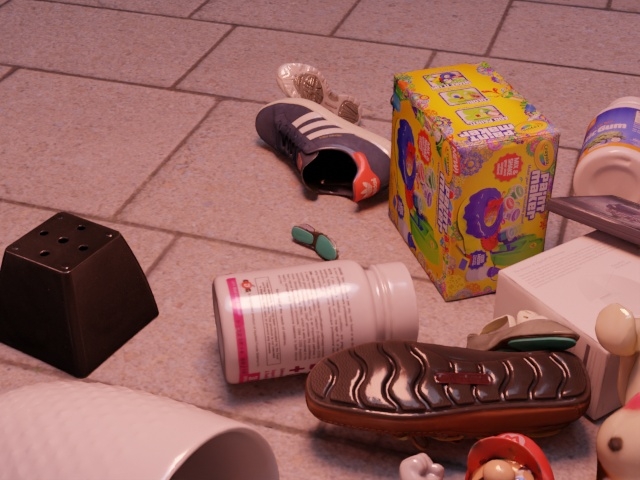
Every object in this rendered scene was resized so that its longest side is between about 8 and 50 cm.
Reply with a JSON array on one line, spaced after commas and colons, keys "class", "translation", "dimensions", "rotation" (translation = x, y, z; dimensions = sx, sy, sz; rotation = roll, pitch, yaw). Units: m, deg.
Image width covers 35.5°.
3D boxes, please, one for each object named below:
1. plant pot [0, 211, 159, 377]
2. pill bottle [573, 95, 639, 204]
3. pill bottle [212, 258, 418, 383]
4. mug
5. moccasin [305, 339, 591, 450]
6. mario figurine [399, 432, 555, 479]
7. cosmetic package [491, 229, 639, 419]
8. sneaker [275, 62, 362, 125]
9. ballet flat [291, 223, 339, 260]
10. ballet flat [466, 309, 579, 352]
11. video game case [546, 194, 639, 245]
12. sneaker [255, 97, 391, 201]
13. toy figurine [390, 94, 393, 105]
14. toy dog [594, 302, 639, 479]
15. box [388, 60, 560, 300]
[{"class": "plant pot", "translation": [-0.384, 0.066, 1.538], "dimensions": [0.188, 0.167, 0.187], "rotation": [18, 38, 26]}, {"class": "pill bottle", "translation": [0.569, -0.166, 1.882], "dimensions": [0.152, 0.152, 0.272], "rotation": [11, 36, 16]}, {"class": "pill bottle", "translation": [-0.009, 0.113, 1.470], "dimensions": [0.283, 0.160, 0.160], "rotation": [-7, 35, -9]}, {"class": "mug", "translation": [-0.231, 0.295, 1.152], "dimensions": [0.328, 0.276, 0.374], "rotation": [12, 5, 29]}, {"class": "moccasin", "translation": [0.168, 0.214, 1.359], "dimensions": [0.380, 0.147, 0.139], "rotation": [-3, 49, -10]}, {"class": "mario figurine", "translation": [0.176, 0.335, 1.128], "dimensions": [0.198, 0.170, 0.320], "rotation": [39, 48, -5]}, {"class": "cosmetic package", "translation": [0.414, 0.115, 1.484], "dimensions": [0.224, 0.138, 0.225], "rotation": [-20, 40, -26]}, {"class": "sneaker", "translation": [-0.025, -0.294, 2.075], "dimensions": [0.115, 0.232, 0.090], "rotation": [13, 76, 46]}, {"class": "ballet flat", "translation": [0.000, 0.000, 1.747], "dimensions": [0.041, 0.041, 0.114], "rotation": [-29, 45, -36]}, {"class": "ballet flat", "translation": [0.279, 0.133, 1.419], "dimensions": [0.072, 0.213, 0.068], "rotation": [18, 64, -27]}, {"class": "video game case", "translation": [0.509, -0.031, 1.617], "dimensions": [0.196, 0.026, 0.274], "rotation": [25, 16, 33]}, {"class": "sneaker", "translation": [-0.019, -0.170, 1.917], "dimensions": [0.350, 0.131, 0.148], "rotation": [23, 44, 35]}, {"class": "toy figurine", "translation": [0.259, -0.240, 1.997], "dimensions": [0.213, 0.148, 0.209], "rotation": [25, 41, 32]}, {"class": "toy dog", "translation": [0.487, 0.213, 1.224], "dimensions": [0.408, 0.395, 0.285], "rotation": [-39, 24, -28]}, {"class": "box", "translation": [0.245, -0.105, 1.674], "dimensions": [0.177, 0.289, 0.279], "rotation": [-10, 35, -14]}]
